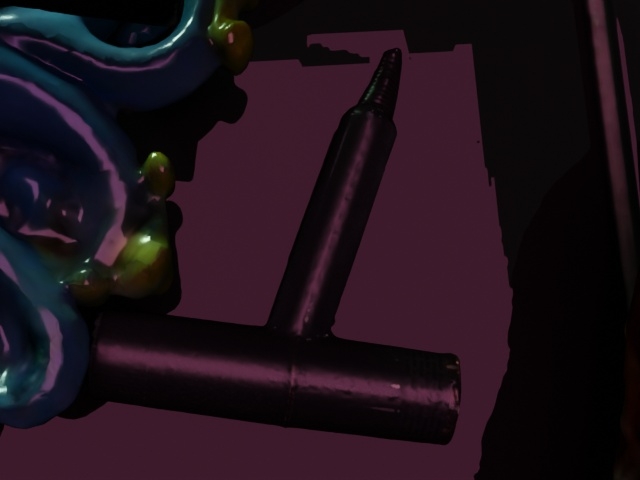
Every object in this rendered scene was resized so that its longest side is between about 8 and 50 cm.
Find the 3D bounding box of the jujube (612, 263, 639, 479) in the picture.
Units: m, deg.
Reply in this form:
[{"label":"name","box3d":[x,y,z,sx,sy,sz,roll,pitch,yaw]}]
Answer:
[{"label":"jujube","box3d":[0.259,0.089,0.416,0.277,0.276,0.376,10,79,-4]}]

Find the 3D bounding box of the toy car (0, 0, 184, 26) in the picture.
[{"label":"toy car","box3d":[-0.096,-0.239,0.429,0.141,0.097,0.320,7,68,-3]}]

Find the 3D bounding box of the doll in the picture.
[{"label":"doll","box3d":[-0.192,-0.074,0.464,0.346,0.099,0.341,-29,77,-6]}]

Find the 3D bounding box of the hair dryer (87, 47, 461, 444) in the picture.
[{"label":"hair dryer","box3d":[-0.014,-0.007,0.512,0.173,0.050,0.194,7,77,-5]}]
